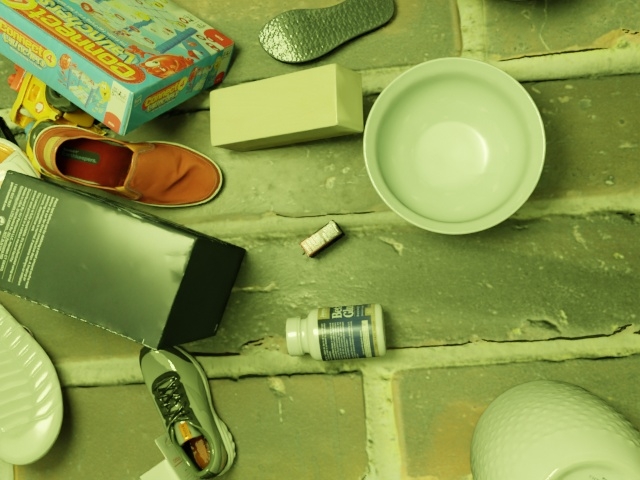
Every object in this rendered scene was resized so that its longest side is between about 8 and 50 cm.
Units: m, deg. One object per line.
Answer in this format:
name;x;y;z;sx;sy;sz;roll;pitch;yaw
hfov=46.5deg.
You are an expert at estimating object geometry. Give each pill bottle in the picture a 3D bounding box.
pill bottle;0.028;0.164;1.312;0.170;0.094;0.094;-6;87;6

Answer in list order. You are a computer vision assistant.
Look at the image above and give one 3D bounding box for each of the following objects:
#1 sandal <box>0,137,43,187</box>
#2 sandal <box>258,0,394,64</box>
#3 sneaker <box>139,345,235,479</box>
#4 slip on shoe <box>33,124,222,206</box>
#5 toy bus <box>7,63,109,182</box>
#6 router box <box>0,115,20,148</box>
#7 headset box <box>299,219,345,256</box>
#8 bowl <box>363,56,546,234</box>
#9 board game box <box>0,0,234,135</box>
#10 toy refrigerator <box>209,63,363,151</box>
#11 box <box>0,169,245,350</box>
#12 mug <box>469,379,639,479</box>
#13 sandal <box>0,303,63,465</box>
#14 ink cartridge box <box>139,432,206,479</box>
sandal;-0.542;-0.076;1.355;0.102;0.076;0.265;-37;106;6
sandal;0.013;-0.386;1.368;0.255;0.054;0.097;-17;93;-4
sneaker;-0.242;0.300;1.331;0.100;0.108;0.271;-32;83;6
slip on shoe;-0.325;-0.123;1.301;0.332;0.101;0.123;12;100;-30
toy bus;-0.496;-0.242;1.376;0.212;0.149;0.220;24;93;20
router box;-0.631;-0.133;1.425;0.133;0.046;0.178;-31;85;4
headset box;0.000;0.000;1.339;0.083;0.062;0.032;-36;83;3
bowl;0.226;-0.154;1.285;0.298;0.134;0.297;0;88;7
board game box;-0.357;-0.346;1.283;0.308;0.302;0.086;34;129;7
toy refrigerator;-0.060;-0.224;1.292;0.270;0.094;0.102;-5;86;34
box;-0.326;0.035;1.235;0.313;0.343;0.178;20;89;7
mug;0.418;0.404;1.138;0.374;0.328;0.276;40;92;7
sandal;-0.596;0.224;1.385;0.169;0.102;0.416;-34;71;-11
ink cartridge box;-0.253;0.436;1.326;0.062;0.104;0.181;-35;83;3
